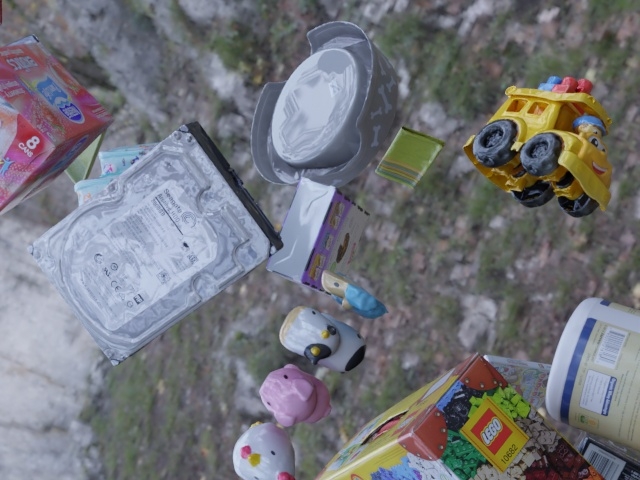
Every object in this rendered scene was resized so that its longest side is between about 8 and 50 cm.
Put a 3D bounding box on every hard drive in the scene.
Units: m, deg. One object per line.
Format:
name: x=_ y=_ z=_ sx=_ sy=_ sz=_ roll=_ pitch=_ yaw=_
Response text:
hard drive: x=-0.254 y=0.009 z=1.562 sx=0.339 sy=0.236 sz=0.064 roll=-34 pitch=3 yaw=17

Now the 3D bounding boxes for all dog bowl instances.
dog bowl: x=0.011 y=-0.255 z=2.030 sx=0.349 sy=0.102 sz=0.348 roll=-25 pitch=54 yaw=40

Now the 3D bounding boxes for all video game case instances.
video game case: x=0.404 y=0.356 z=2.290 sx=0.227 sy=0.206 sz=0.026 roll=-64 pitch=29 yaw=29

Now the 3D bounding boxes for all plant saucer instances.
plant saucer: x=-0.535 y=-0.241 z=2.226 sx=0.045 sy=0.188 sz=0.188 roll=-26 pitch=-23 yaw=-43

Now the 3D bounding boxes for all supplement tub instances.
supplement tub: x=0.562 y=0.243 z=1.715 sx=0.228 sy=0.316 sz=0.228 roll=-43 pitch=-38 yaw=-46

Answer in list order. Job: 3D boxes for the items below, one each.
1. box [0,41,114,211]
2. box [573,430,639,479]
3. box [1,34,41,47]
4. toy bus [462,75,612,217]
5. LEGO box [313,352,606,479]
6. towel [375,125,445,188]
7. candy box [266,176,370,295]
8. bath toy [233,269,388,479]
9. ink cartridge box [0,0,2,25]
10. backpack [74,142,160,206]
box: x=-0.384 y=-0.139 z=1.269 sx=0.142 sy=0.154 sz=0.300 roll=-43 pitch=8 yaw=10
box: x=0.564 y=0.472 z=2.019 sx=0.143 sy=0.165 sz=0.270 roll=-62 pitch=-15 yaw=3
box: x=-0.608 y=-0.261 z=1.943 sx=0.059 sy=0.233 sz=0.183 roll=46 pitch=159 yaw=43
toy bus: x=0.363 y=-0.161 z=1.551 sx=0.220 sy=0.149 sz=0.211 roll=20 pitch=73 yaw=53
LEGO box: x=0.237 y=0.450 z=1.753 sx=0.193 sy=0.372 sz=0.500 roll=-43 pitch=-4 yaw=-31
towel: x=0.192 y=-0.177 z=2.229 sx=0.237 sy=0.102 sz=0.021 roll=119 pitch=169 yaw=-69
candy box: x=0.000 y=0.000 z=1.735 sx=0.164 sy=0.070 sz=0.196 roll=-69 pitch=-22 yaw=-4
bath toy: x=-0.024 y=0.220 z=1.531 sx=0.348 sy=0.151 sz=0.129 roll=-62 pitch=27 yaw=3
ink cartridge box: x=-0.504 y=-0.341 z=1.298 sx=0.127 sy=0.176 sz=0.128 roll=-12 pitch=-70 yaw=-44
backpack: x=-0.334 y=-0.086 z=1.938 sx=0.225 sy=0.254 sz=0.191 roll=-6 pitch=-97 yaw=-77
